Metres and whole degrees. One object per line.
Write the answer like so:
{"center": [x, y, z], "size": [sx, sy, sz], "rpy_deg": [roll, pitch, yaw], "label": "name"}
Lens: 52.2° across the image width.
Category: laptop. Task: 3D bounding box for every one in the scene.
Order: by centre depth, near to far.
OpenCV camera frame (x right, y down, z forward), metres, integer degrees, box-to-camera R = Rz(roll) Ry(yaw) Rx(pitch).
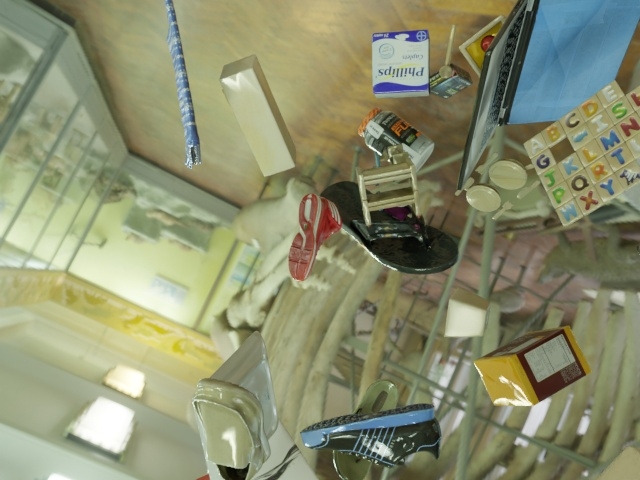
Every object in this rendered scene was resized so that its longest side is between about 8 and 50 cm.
{"center": [0.503, -0.332, 1.427], "size": [0.236, 0.408, 0.382], "rpy_deg": [22, 145, 18], "label": "laptop"}

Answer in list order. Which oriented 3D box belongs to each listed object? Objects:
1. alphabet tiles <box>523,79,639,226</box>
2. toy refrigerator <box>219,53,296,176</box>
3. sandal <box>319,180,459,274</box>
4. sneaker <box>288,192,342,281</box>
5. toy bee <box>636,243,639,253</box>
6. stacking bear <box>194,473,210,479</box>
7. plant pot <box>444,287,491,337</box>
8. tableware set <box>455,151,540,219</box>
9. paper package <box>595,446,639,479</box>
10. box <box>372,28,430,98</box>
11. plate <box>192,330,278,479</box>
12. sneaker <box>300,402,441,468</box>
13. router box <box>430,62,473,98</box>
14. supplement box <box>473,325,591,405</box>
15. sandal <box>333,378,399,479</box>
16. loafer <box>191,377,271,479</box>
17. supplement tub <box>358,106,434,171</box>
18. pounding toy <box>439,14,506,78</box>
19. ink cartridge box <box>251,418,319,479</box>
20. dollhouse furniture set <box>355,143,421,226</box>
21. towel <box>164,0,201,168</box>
{"center": [0.496, -0.165, 1.160], "size": [0.009, 0.198, 0.237], "rpy_deg": [18, 137, -41], "label": "alphabet tiles"}
{"center": [-0.151, -0.299, 1.589], "size": [0.102, 0.094, 0.269], "rpy_deg": [-92, -18, -55], "label": "toy refrigerator"}
{"center": [0.155, -0.050, 1.674], "size": [0.446, 0.167, 0.107], "rpy_deg": [33, 150, 36], "label": "sandal"}
{"center": [0.000, 0.000, 1.649], "size": [0.128, 0.221, 0.087], "rpy_deg": [11, -177, -45], "label": "sneaker"}
{"center": [0.864, 0.105, 1.428], "size": [0.298, 0.195, 0.162], "rpy_deg": [-124, 16, -65], "label": "toy bee"}
{"center": [-0.294, 0.808, 1.766], "size": [0.164, 0.175, 0.289], "rpy_deg": [-12, -145, -14], "label": "stacking bear"}
{"center": [0.391, 0.197, 1.718], "size": [0.096, 0.109, 0.109], "rpy_deg": [11, -164, 22], "label": "plant pot"}
{"center": [0.419, -0.136, 1.555], "size": [0.128, 0.039, 0.194], "rpy_deg": [33, 147, -2], "label": "tableware set"}
{"center": [0.564, 0.569, 1.074], "size": [0.168, 0.309, 0.325], "rpy_deg": [35, -172, -32], "label": "paper package"}
{"center": [0.182, -0.394, 1.468], "size": [0.126, 0.137, 0.072], "rpy_deg": [-1, -177, 11], "label": "box"}
{"center": [-0.168, 0.384, 1.447], "size": [0.045, 0.277, 0.278], "rpy_deg": [2, -157, 24], "label": "plate"}
{"center": [0.084, 0.334, 1.082], "size": [0.232, 0.090, 0.081], "rpy_deg": [-11, 176, 9], "label": "sneaker"}
{"center": [0.351, -0.435, 1.794], "size": [0.092, 0.038, 0.122], "rpy_deg": [-26, 165, 32], "label": "router box"}
{"center": [0.540, 0.324, 1.679], "size": [0.129, 0.194, 0.191], "rpy_deg": [65, 161, 6], "label": "supplement box"}
{"center": [0.130, 0.522, 1.808], "size": [0.120, 0.302, 0.086], "rpy_deg": [29, 164, -10], "label": "sandal"}
{"center": [-0.147, 0.328, 1.090], "size": [0.102, 0.092, 0.268], "rpy_deg": [3, 136, 20], "label": "loafer"}
{"center": [0.203, -0.272, 1.772], "size": [0.190, 0.117, 0.117], "rpy_deg": [38, 174, 11], "label": "supplement tub"}
{"center": [0.386, -0.470, 1.634], "size": [0.181, 0.206, 0.094], "rpy_deg": [52, -158, -6], "label": "pounding toy"}
{"center": [-0.130, 0.632, 1.720], "size": [0.395, 0.166, 0.285], "rpy_deg": [56, 155, 8], "label": "ink cartridge box"}
{"center": [0.153, -0.133, 1.546], "size": [0.129, 0.128, 0.183], "rpy_deg": [-10, -157, 2], "label": "dollhouse furniture set"}
{"center": [-0.317, -0.346, 1.478], "size": [0.040, 0.335, 0.243], "rpy_deg": [-10, 176, -11], "label": "towel"}
